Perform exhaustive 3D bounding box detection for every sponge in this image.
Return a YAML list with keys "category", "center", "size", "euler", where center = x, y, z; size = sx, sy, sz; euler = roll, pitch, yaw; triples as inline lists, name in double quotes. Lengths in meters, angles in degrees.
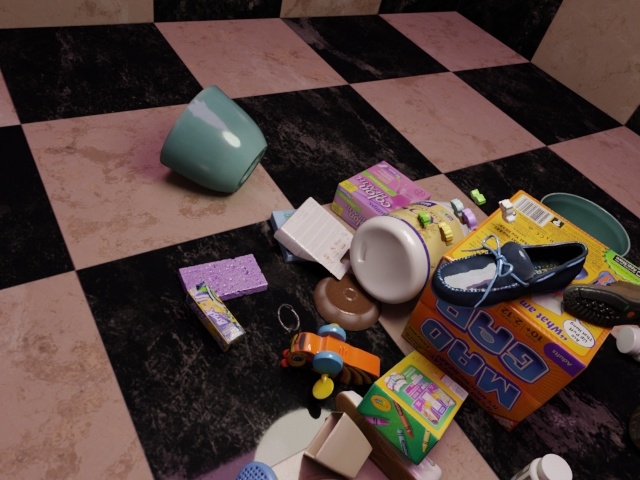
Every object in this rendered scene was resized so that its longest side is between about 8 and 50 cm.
- category: "sponge"
  center: [-0.261, 0.106, 1.350]
  size: [0.210, 0.031, 0.117]
  euler: [-11, 51, -26]

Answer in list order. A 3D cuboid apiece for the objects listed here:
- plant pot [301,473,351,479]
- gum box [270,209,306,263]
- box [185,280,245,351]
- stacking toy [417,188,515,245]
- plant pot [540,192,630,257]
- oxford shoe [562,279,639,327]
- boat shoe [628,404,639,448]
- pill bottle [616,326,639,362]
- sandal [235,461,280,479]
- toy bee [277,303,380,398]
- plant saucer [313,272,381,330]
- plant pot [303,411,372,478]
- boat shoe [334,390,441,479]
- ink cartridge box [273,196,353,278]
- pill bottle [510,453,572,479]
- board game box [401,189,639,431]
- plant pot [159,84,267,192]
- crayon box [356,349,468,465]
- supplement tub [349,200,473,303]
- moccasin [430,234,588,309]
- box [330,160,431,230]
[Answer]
- category: "plant pot"
  center: [0.025, 0.550, 0.943]
  size: [0.237, 0.110, 0.237]
  euler: [8, 45, -8]
- category: "gum box"
  center: [-0.053, -0.018, 1.528]
  size: [0.157, 0.041, 0.184]
  euler: [-5, 49, -22]
- category: "box"
  center: [-0.259, 0.184, 1.230]
  size: [0.054, 0.059, 0.169]
  euler: [-30, 73, -35]
- category: "stacking toy"
  center: [0.341, -0.067, 1.210]
  size: [0.167, 0.052, 0.221]
  euler: [-20, 20, 0]
- category: "plant pot"
  center: [0.806, 0.013, 1.644]
  size: [0.293, 0.196, 0.293]
  euler: [8, 45, -9]
- category: "oxford shoe"
  center: [0.608, 0.125, 1.045]
  size: [0.227, 0.083, 0.096]
  euler: [13, 32, -2]
- category: "boat shoe"
  center: [0.927, 0.448, 1.310]
  size: [0.324, 0.122, 0.120]
  euler: [-30, 78, -32]
- category: "pill bottle"
  center: [0.977, 0.312, 1.464]
  size: [0.193, 0.108, 0.108]
  euler: [15, 44, -3]
- category: "sandal"
  center: [-0.147, 0.533, 0.867]
  size: [0.126, 0.138, 0.317]
  euler: [-17, 36, 23]
- category: "toy bee"
  center: [-0.010, 0.264, 1.209]
  size: [0.298, 0.162, 0.195]
  euler: [47, 38, -5]
- category: "plant saucer"
  center: [0.079, 0.158, 1.399]
  size: [0.198, 0.036, 0.199]
  euler: [8, 44, -8]
- category: "plant pot"
  center: [0.042, 0.435, 1.055]
  size: [0.096, 0.109, 0.109]
  euler: [40, 68, 1]
- category: "boat shoe"
  center: [0.148, 0.433, 1.110]
  size: [0.096, 0.098, 0.277]
  euler: [-28, 66, -40]
- category: "ink cartridge box"
  center: [0.000, 0.000, 1.477]
  size: [0.224, 0.056, 0.181]
  euler: [43, 46, -2]
- category: "pill bottle"
  center: [0.475, 0.519, 1.086]
  size: [0.078, 0.137, 0.078]
  euler: [8, 45, -9]
- category: "board game box"
  center: [0.487, 0.169, 1.259]
  size: [0.356, 0.356, 0.356]
  euler: [-33, 63, -33]
- category: "plant pot"
  center: [-0.310, -0.286, 1.558]
  size: [0.235, 0.293, 0.293]
  euler: [36, 45, -5]
- category: "crayon box"
  center: [0.213, 0.358, 1.125]
  size: [0.165, 0.081, 0.278]
  euler: [38, 20, 21]
- category: "supplement tub"
  center: [0.269, 0.019, 1.428]
  size: [0.331, 0.241, 0.241]
  euler: [-20, 54, -44]
- category: "moccasin"
  center: [0.386, 0.046, 1.031]
  size: [0.342, 0.117, 0.138]
  euler: [-11, 53, -19]
- category: "box"
  center: [0.199, -0.126, 1.656]
  size: [0.213, 0.117, 0.243]
  euler: [41, 49, 23]
